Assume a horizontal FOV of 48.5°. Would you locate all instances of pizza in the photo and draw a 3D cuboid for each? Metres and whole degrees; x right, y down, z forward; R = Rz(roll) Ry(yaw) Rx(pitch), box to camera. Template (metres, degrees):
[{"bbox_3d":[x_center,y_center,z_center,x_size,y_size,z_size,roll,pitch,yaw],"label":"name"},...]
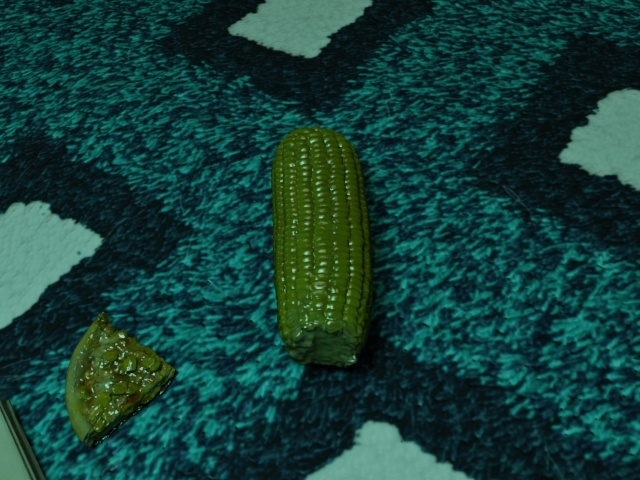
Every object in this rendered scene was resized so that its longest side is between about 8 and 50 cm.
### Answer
[{"bbox_3d":[-0.242,0.161,0.848,0.131,0.041,0.178,2,50,9],"label":"pizza"}]

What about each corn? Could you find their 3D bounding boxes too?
[{"bbox_3d":[0.000,0.000,0.892,0.131,0.131,0.344,-5,51,4],"label":"corn"}]

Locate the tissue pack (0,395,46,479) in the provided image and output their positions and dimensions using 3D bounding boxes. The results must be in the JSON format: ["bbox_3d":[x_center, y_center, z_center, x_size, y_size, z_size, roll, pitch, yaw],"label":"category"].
[{"bbox_3d":[-0.349,0.312,0.716,0.170,0.071,0.325,-33,53,-16],"label":"tissue pack"}]
